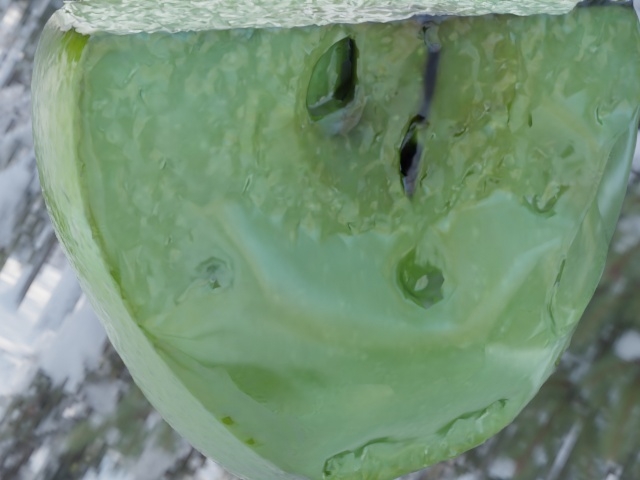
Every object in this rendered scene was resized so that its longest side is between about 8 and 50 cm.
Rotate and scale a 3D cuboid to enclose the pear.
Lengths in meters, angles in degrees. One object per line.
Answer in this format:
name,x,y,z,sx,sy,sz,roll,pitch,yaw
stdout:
pear,0.000,0.000,0.777,0.342,0.318,0.238,-6,14,-22
